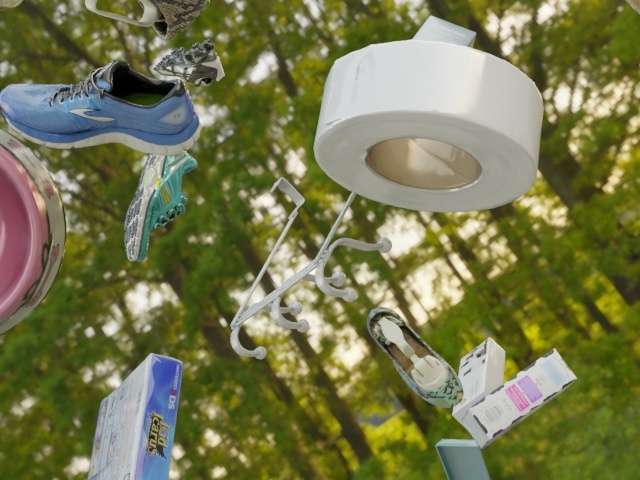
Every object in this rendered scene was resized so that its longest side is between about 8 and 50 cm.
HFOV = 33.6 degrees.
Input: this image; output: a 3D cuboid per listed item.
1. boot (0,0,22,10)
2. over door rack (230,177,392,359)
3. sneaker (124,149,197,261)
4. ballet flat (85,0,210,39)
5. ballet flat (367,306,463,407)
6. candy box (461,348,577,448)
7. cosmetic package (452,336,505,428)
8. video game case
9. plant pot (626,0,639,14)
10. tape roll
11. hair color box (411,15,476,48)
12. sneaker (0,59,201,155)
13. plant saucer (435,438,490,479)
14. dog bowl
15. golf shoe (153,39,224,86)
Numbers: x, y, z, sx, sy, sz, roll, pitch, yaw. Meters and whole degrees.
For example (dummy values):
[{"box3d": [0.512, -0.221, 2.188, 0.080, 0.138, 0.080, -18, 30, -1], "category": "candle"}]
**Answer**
[{"box3d": [-0.593, -0.566, 2.060, 0.213, 0.077, 0.165, -72, -10, -47], "category": "boot"}, {"box3d": [0.000, 0.000, 1.517, 0.239, 0.108, 0.324, -37, 29, 44], "category": "over door rack"}, {"box3d": [-0.333, -0.078, 2.212, 0.107, 0.110, 0.275, -30, 39, 61], "category": "sneaker"}, {"box3d": [-0.380, -0.503, 1.922, 0.182, 0.164, 0.483, -54, -33, 1], "category": "ballet flat"}, {"box3d": [0.134, 0.172, 1.560, 0.070, 0.188, 0.070, -42, -17, -15], "category": "ballet flat"}, {"box3d": [0.364, 0.295, 1.959, 0.196, 0.070, 0.165, -34, -16, -6], "category": "candy box"}, {"box3d": [0.360, 0.321, 2.404, 0.099, 0.060, 0.239, -44, 9, 25], "category": "cosmetic package"}, {"box3d": [-0.296, 0.343, 1.636, 0.061, 0.270, 0.244, 18, -33, -23], "category": "video game case"}, {"box3d": [0.499, -0.387, 1.604, 0.236, 0.236, 0.032, -23, -18, -51], "category": "plant pot"}, {"box3d": [0.136, -0.137, 1.345, 0.286, 0.100, 0.286, 9, -20, 3], "category": "tape roll"}, {"box3d": [0.187, -0.279, 2.143, 0.374, 0.113, 0.185, -56, -15, -44], "category": "hair color box"}, {"box3d": [-0.361, -0.235, 1.726, 0.329, 0.130, 0.147, 3, -44, 2], "category": "sneaker"}, {"box3d": [0.229, 0.360, 1.639, 0.067, 0.018, 0.192, -2, -42, 19], "category": "plant saucer"}, {"box3d": [-0.631, -0.011, 1.751, 0.408, 0.408, 0.150, -34, 10, -8], "category": "dog bowl"}, {"box3d": [-0.279, -0.359, 2.239, 0.198, 0.094, 0.077, 2, 43, 51], "category": "golf shoe"}]
